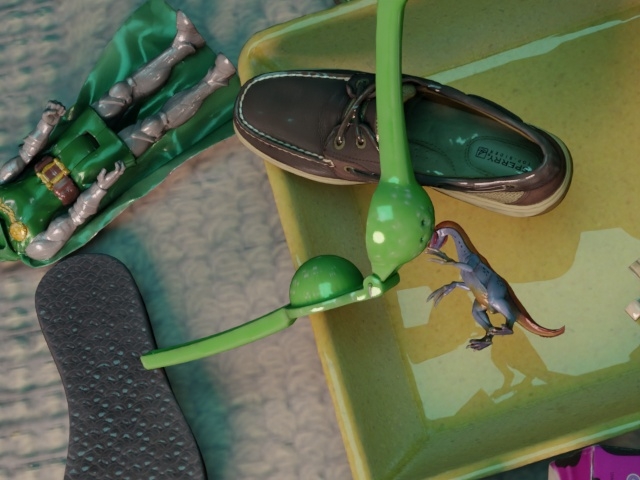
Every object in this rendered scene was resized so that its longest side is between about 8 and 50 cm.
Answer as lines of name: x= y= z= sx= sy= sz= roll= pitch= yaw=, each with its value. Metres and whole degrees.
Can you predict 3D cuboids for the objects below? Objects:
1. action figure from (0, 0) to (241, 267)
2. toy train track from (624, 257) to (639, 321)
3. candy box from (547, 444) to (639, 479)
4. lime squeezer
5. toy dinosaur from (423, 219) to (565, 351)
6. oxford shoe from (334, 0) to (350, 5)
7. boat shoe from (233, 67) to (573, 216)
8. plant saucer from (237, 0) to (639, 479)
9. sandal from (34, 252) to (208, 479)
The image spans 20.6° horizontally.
action figure: x=-0.161 y=-0.059 z=1.228 sx=0.232 sy=0.063 sz=0.137 roll=-43 pitch=66 yaw=-4
toy train track: x=0.220 y=0.018 z=1.075 sx=0.083 sy=0.014 sz=0.048 roll=-40 pitch=71 yaw=-3
candy box: x=0.248 y=0.213 z=1.018 sx=0.233 sy=0.071 sz=0.159 roll=9 pitch=72 yaw=-13
lime squeezer: x=0.000 y=0.000 z=1.068 sx=0.110 sy=0.059 sz=0.310 roll=32 pitch=118 yaw=-4
toy dinosaur: x=0.097 y=0.026 z=1.094 sx=0.090 sy=0.047 sz=0.082 roll=5 pitch=62 yaw=-22
oxford shoe: x=0.134 y=-0.320 z=1.202 sx=0.140 sy=0.146 sz=0.397 roll=35 pitch=83 yaw=17
boat shoe: x=0.047 y=-0.072 z=1.101 sx=0.224 sy=0.073 sz=0.080 roll=15 pitch=77 yaw=14
plant saucer: x=0.146 y=-0.024 z=1.150 sx=0.333 sy=0.081 sz=0.332 roll=-18 pitch=72 yaw=5
sandal: x=-0.129 y=0.128 z=1.179 sx=0.097 sy=0.054 sz=0.254 roll=-12 pitch=63 yaw=0
